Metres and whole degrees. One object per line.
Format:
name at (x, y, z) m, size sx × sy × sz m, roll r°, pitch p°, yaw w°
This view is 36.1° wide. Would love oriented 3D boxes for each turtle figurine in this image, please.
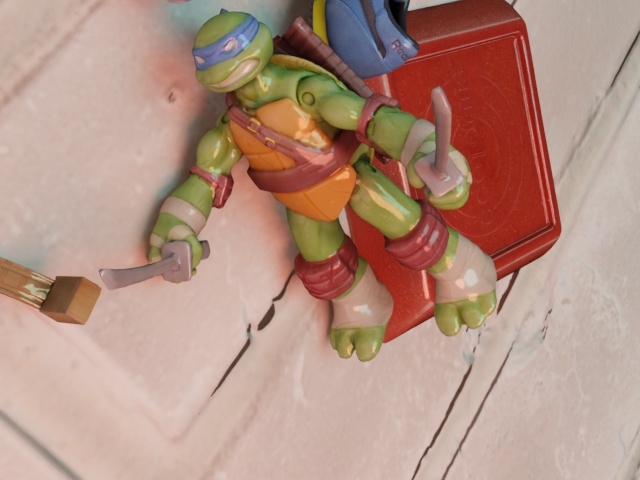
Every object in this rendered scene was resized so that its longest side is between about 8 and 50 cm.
turtle figurine at (0.000, 0.000, 0.628) m, size 0.198 × 0.275 × 0.266 m, roll -41°, pitch 127°, yaw 2°

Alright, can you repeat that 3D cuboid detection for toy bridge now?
toy bridge at (-0.206, -0.005, 0.513) m, size 0.188 × 0.063 × 0.026 m, roll 35°, pitch 65°, yaw -39°

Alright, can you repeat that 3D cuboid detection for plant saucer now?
plant saucer at (0.121, -0.073, 0.844) m, size 0.259 × 0.047 × 0.259 m, roll -22°, pitch 104°, yaw -41°

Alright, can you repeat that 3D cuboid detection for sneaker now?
sneaker at (0.037, -0.217, 0.720) m, size 0.069 × 0.082 × 0.209 m, roll 26°, pitch 57°, yaw -58°

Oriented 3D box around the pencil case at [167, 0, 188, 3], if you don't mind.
pencil case at (-0.048, -0.280, 0.632) m, size 0.273 × 0.113 × 0.124 m, roll -58°, pitch 156°, yaw -26°
